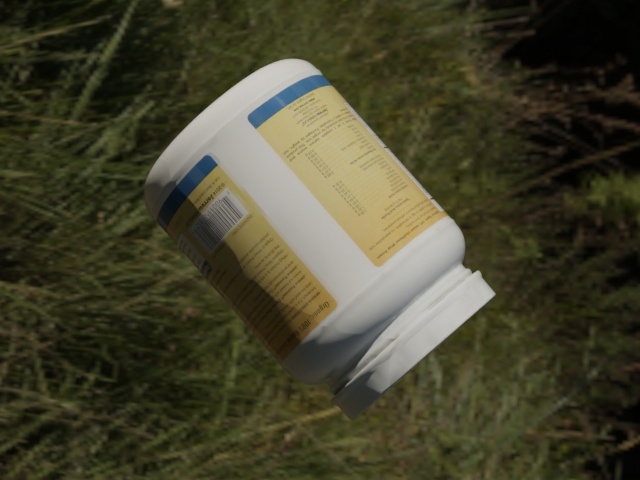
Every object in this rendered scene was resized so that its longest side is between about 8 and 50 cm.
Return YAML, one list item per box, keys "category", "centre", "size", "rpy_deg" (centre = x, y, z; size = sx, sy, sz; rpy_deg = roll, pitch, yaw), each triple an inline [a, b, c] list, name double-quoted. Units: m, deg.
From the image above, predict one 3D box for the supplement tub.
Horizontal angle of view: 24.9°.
- category: "supplement tub"
  centre: [0.000, 0.000, 0.918]
  size: [0.200, 0.144, 0.144]
  rpy_deg: [49, 53, 6]
